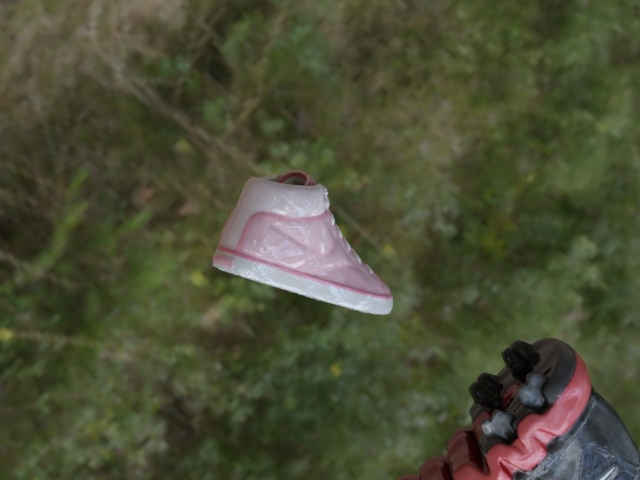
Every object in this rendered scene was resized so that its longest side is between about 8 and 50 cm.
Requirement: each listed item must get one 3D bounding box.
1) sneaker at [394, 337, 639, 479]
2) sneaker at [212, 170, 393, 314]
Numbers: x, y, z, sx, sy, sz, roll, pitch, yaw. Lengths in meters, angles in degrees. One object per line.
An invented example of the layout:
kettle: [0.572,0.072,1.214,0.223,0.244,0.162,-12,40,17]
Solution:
sneaker: [0.100,0.195,1.134,0.276,0.135,0.097,-45,-165,14]
sneaker: [0.000,0.000,1.011,0.134,0.051,0.070,20,84,-41]
